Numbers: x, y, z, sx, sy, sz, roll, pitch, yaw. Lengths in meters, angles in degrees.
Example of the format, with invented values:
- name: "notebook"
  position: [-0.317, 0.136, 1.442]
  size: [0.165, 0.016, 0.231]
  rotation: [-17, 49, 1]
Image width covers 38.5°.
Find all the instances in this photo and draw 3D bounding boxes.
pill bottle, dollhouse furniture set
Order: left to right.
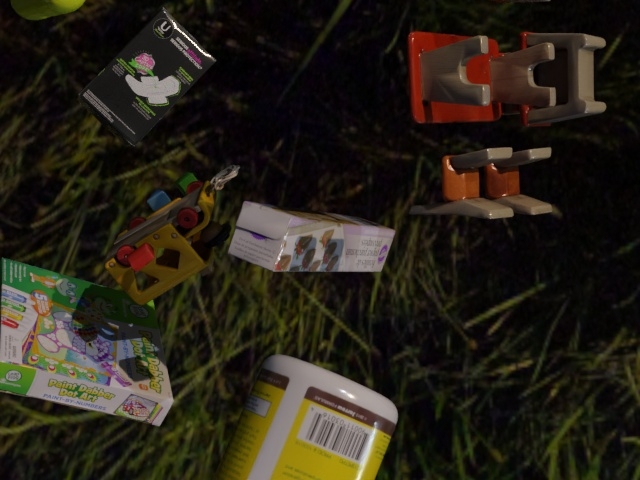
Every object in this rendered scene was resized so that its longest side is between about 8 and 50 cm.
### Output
- name: "pill bottle"
  position: [-0.029, 0.206, 0.707]
  size: [0.117, 0.215, 0.117]
  rotation: [23, 169, 5]
- name: "dollhouse furniture set"
  position: [0.167, -0.160, 0.912]
  size: [0.135, 0.262, 0.259]
  rotation: [3, -173, 42]

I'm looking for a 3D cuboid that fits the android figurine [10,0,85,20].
- name: "android figurine"
  position: [-0.246, -0.308, 0.747]
  size: [0.273, 0.056, 0.248]
  rotation: [11, 120, 50]

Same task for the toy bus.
- name: "toy bus"
  position: [-0.186, 0.002, 1.234]
  size: [0.202, 0.191, 0.104]
  rotation: [-1, 131, 55]

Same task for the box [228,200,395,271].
- name: "box"
  position: [0.000, 0.000, 1.112]
  size: [0.067, 0.063, 0.324]
  rotation: [22, -173, 25]

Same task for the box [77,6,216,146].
- name: "box"
  position: [-0.123, -0.112, 0.644]
  size: [0.052, 0.062, 0.083]
  rotation: [45, 83, -15]

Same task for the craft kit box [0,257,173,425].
- name: "craft kit box"
  position: [-0.348, 0.143, 1.318]
  size: [0.246, 0.250, 0.061]
  rotation: [22, 113, -29]
